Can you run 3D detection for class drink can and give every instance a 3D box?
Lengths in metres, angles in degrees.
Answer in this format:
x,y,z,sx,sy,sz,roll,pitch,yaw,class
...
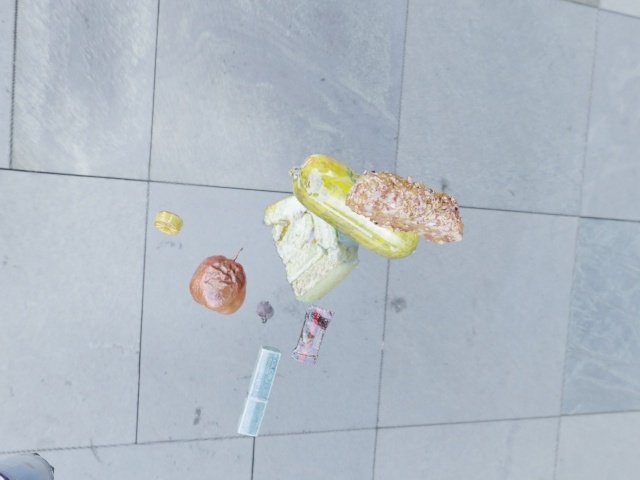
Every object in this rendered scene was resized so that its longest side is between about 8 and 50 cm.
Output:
x,y,z,sx,sy,sz,roll,pitch,yaw,class
-0.424,0.339,0.624,0.097,0.235,0.097,6,69,-16,drink can

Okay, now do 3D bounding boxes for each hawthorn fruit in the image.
x,y,z,sx,sy,sz,roll,pitch,yaw,class
-0.339,0.125,1.646,0.207,0.207,0.243,31,80,-16,hawthorn fruit

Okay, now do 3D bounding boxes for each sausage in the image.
x,y,z,sx,sy,sz,roll,pitch,yaw,class
0.082,-0.065,1.003,0.347,0.123,0.123,32,85,-23,sausage

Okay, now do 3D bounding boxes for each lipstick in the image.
x,y,z,sx,sy,sz,roll,pitch,yaw,class
-0.204,0.496,1.588,0.077,0.076,0.290,17,88,-11,lipstick

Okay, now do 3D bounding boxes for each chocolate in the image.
x,y,z,sx,sy,sz,roll,pitch,yaw,class
-0.025,0.283,1.414,0.086,0.028,0.183,21,95,-5,chocolate

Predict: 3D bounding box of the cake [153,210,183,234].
x,y,z,sx,sy,sz,roll,pitch,yaw,class
-0.453,-0.054,1.415,0.084,0.084,0.044,26,56,-17,cake

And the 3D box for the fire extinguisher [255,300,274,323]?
x,y,z,sx,sy,sz,roll,pitch,yaw,class
-0.148,0.190,1.271,0.043,0.158,0.064,4,78,-1,fire extinguisher

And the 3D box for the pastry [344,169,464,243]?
x,y,z,sx,sy,sz,roll,pitch,yaw,class
0.119,-0.050,0.643,0.169,0.087,0.063,18,69,-10,pastry

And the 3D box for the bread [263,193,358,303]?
x,y,z,sx,sy,sz,roll,pitch,yaw,class
0.007,0.006,1.672,0.263,0.239,0.396,-20,90,26,bread
